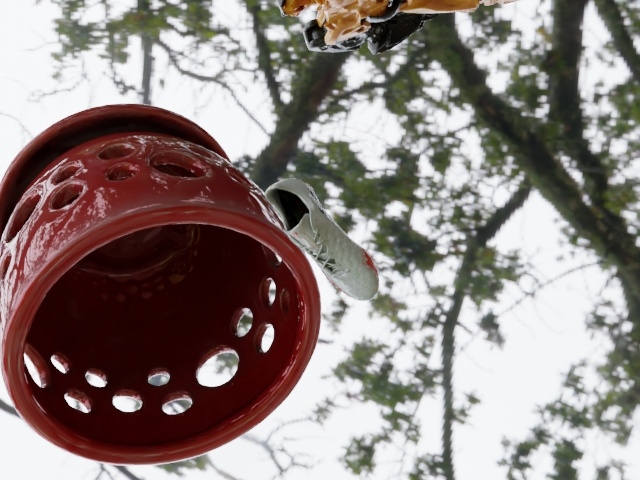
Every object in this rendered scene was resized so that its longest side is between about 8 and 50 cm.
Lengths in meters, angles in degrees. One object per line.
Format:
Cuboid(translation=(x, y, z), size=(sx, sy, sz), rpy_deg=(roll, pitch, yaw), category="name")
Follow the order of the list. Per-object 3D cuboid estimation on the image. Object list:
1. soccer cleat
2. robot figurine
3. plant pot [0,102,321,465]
Cuboid(translation=(0.000, 0.000, 0.598), size=(0.029, 0.083, 0.036), rpy_deg=(-43, -17, 22), category="soccer cleat")
Cuboid(translation=(0.103, -0.233, 0.837), size=(0.291, 0.211, 0.085), rpy_deg=(-17, -108, -3), category="robot figurine")
Cuboid(translation=(-0.112, 0.018, 0.702), size=(0.191, 0.174, 0.191), rpy_deg=(-9, -56, -14), category="plant pot")
